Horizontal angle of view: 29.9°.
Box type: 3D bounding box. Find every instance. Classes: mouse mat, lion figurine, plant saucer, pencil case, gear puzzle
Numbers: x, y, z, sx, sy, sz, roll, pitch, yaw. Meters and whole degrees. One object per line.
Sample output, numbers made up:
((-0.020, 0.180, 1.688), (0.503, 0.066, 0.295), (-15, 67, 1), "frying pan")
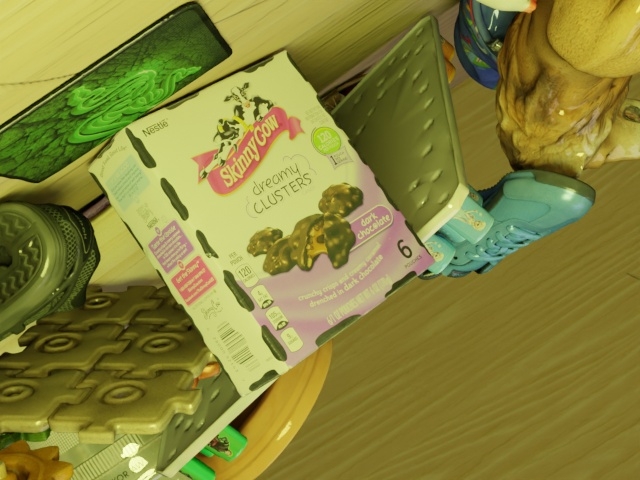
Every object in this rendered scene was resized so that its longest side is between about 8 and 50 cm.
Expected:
((-0.122, -0.078, 0.687), (0.153, 0.007, 0.189), (-34, -179, 2), "mouse mat")
((0.206, -0.165, 0.868), (0.240, 0.142, 0.392), (-62, 168, 1), "lion figurine")
((-0.066, 0.153, 1.176), (0.200, 0.037, 0.200), (-44, -158, 22), "plant saucer")
((0.199, -0.213, 1.176), (0.119, 0.133, 0.306), (-29, 180, 4), "pencil case")
((-0.157, 0.111, 0.839), (0.175, 0.044, 0.339), (-1, -160, 12), "gear puzzle")

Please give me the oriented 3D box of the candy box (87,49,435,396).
((-0.039, -0.017, 0.855), (0.165, 0.196, 0.070), (-33, 177, -39), "candy box")

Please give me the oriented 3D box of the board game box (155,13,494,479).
((0.000, 0.000, 1.155), (0.390, 0.050, 0.390), (-45, -159, 24), "board game box")

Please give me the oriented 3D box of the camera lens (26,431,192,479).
((-0.245, 0.166, 1.312), (0.219, 0.274, 0.219), (-33, 180, 0), "camera lens")

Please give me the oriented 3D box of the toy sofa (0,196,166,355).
((-0.224, 0.056, 1.087), (0.362, 0.177, 0.150), (-34, -157, 4), "toy sofa")

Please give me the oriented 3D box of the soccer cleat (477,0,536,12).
((0.139, -0.219, 0.752), (0.196, 0.076, 0.068), (124, -16, -51), "soccer cleat")

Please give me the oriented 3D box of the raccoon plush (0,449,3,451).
((-0.387, 0.317, 1.347), (0.299, 0.446, 0.216), (-33, 153, -19), "raccoon plush")

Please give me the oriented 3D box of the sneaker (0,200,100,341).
((-0.241, 0.050, 0.840), (0.227, 0.087, 0.130), (-39, 172, 17), "sneaker")

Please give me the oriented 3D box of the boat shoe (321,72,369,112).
((0.021, -0.149, 1.352), (0.135, 0.050, 0.045), (-45, -178, -29), "boat shoe")

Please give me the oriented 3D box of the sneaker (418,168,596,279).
((0.150, -0.005, 1.015), (0.209, 0.069, 0.082), (-15, -127, 58), "sneaker")
